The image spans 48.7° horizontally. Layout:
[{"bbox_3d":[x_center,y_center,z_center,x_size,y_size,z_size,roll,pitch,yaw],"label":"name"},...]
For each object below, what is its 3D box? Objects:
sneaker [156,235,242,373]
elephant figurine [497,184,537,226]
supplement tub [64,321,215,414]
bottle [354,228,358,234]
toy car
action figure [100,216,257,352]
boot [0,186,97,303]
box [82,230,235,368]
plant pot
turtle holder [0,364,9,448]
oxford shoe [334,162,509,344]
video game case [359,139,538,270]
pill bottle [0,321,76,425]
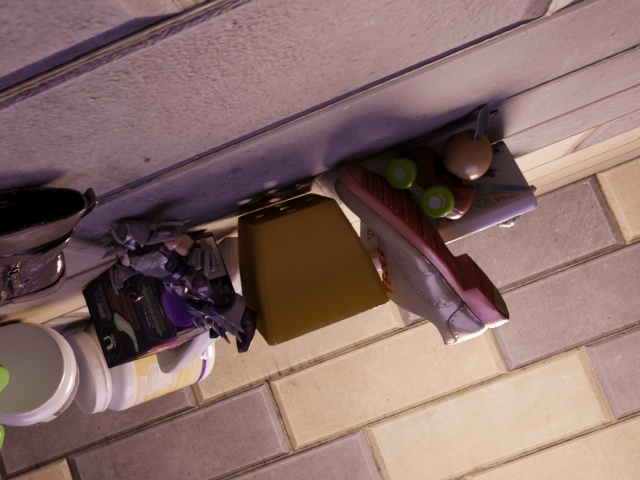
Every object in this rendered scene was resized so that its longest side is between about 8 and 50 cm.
[{"bbox_3d":[-0.199,0.150,1.424,0.150,0.135,0.366,15,129,-38],"label":"sneaker"},{"bbox_3d":[0.386,-0.103,1.779,0.239,0.186,0.169,-14,-138,41],"label":"elephant figurine"},{"bbox_3d":[-0.468,0.295,1.824,0.331,0.241,0.241,-14,170,-41],"label":"supplement tub"},{"bbox_3d":[0.000,0.000,1.462,0.092,0.118,0.283,-25,170,22],"label":"bottle"},{"bbox_3d":[0.223,-0.145,1.172,0.188,0.149,0.155,-55,165,20],"label":"toy car"},{"bbox_3d":[-0.207,0.058,1.048,0.185,0.099,0.285,-3,144,37],"label":"action figure"},{"bbox_3d":[-0.382,0.018,0.764,0.263,0.091,0.229,-21,168,-28],"label":"boot"},{"bbox_3d":[-0.292,0.111,1.278,0.143,0.165,0.270,-13,170,-45],"label":"box"},{"bbox_3d":[-0.037,0.032,1.199,0.212,0.187,0.212,-20,-167,-13],"label":"plant pot"},{"bbox_3d":[-0.620,0.220,1.079,0.227,0.243,0.320,1,-149,6],"label":"turtle holder"},{"bbox_3d":[0.146,0.039,1.186,0.146,0.397,0.140,-39,-163,23],"label":"oxford shoe"},{"bbox_3d":[0.229,-0.072,1.370,0.329,0.036,0.300,-22,-158,14],"label":"video game case"},{"bbox_3d":[-0.609,0.279,1.462,0.204,0.204,0.361,-18,172,-21],"label":"pill bottle"}]
